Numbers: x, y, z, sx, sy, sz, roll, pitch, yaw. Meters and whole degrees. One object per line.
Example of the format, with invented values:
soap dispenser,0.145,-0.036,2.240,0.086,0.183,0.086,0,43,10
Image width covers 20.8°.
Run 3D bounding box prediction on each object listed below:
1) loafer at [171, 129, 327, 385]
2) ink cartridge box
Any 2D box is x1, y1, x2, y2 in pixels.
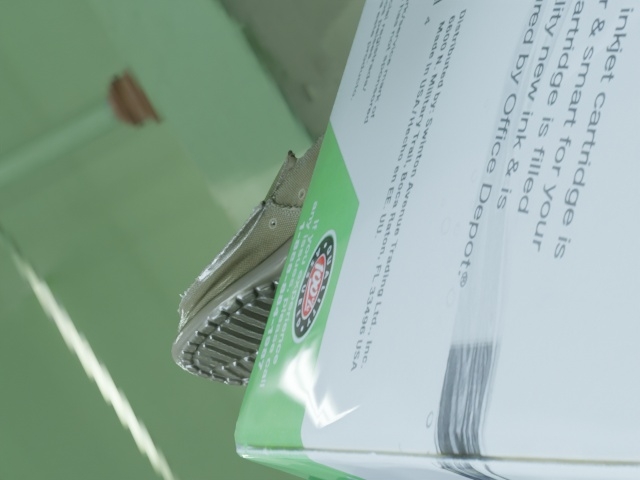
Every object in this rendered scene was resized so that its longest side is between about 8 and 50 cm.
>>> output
loafer,0.000,0.000,0.629,0.056,0.148,0.050,29,-145,-32
ink cartridge box,0.101,-0.028,0.422,0.121,0.289,0.211,21,-102,-17
